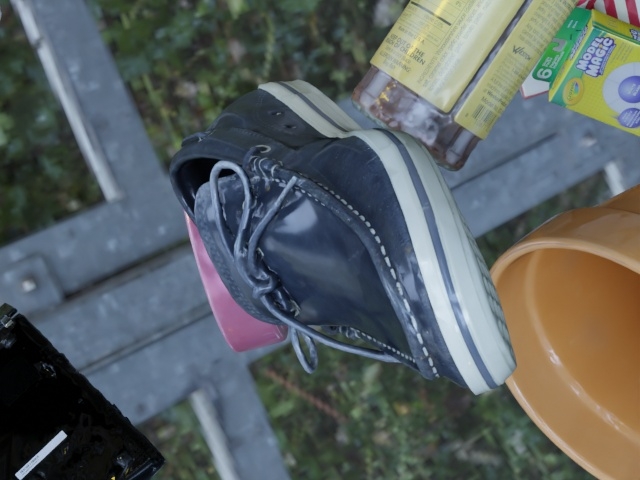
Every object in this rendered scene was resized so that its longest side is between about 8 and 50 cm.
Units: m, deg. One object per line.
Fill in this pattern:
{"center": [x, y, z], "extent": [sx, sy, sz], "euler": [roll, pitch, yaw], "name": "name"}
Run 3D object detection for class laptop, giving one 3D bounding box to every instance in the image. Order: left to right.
{"center": [-0.262, 0.177, 1.026], "extent": [0.264, 0.234, 0.136], "euler": [39, 167, 26], "name": "laptop"}

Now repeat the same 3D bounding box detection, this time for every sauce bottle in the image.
{"center": [0.159, -0.218, 1.068], "extent": [0.111, 0.111, 0.344], "euler": [39, 97, 31], "name": "sauce bottle"}

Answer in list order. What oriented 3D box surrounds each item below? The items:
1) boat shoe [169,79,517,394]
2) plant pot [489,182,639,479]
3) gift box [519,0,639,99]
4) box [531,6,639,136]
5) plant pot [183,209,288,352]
{"center": [0.000, 0.000, 1.046], "extent": [0.186, 0.156, 0.500], "euler": [67, 170, -24], "name": "boat shoe"}
{"center": [0.316, 0.066, 1.239], "extent": [0.291, 0.203, 0.290], "euler": [33, 145, 27], "name": "plant pot"}
{"center": [0.277, -0.333, 1.577], "extent": [0.258, 0.255, 0.276], "euler": [-97, -17, -63], "name": "gift box"}
{"center": [0.323, -0.173, 1.488], "extent": [0.179, 0.043, 0.105], "euler": [21, 129, -6], "name": "box"}
{"center": [-0.024, -0.008, 1.380], "extent": [0.201, 0.180, 0.201], "euler": [-16, -90, -86], "name": "plant pot"}
